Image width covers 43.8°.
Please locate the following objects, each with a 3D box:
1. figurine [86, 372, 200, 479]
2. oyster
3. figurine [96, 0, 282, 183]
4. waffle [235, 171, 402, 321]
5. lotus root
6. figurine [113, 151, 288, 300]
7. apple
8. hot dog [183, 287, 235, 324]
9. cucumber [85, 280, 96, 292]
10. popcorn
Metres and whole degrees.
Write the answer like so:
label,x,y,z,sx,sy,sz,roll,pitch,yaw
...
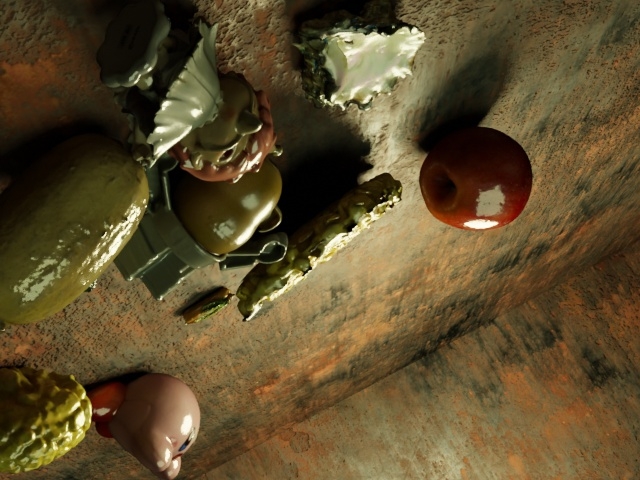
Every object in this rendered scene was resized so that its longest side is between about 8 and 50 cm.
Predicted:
label,x,y,z,sx,sy,sz,roll,pitch,yaw
figurine,-0.410,0.418,1.918,0.211,0.261,0.270,-53,163,-21
oyster,0.052,-0.271,1.201,0.198,0.092,0.259,-43,163,27
figurine,-0.142,-0.163,1.050,0.387,0.166,0.207,40,66,-59
waffle,0.000,0.000,1.551,0.379,0.095,0.382,-37,-179,20
lotus root,-0.368,0.006,1.065,0.343,0.151,0.169,-52,141,-15
figurine,-0.189,-0.042,1.267,0.285,0.167,0.342,-36,156,14
apple,0.321,-0.127,1.649,0.201,0.218,0.218,-15,153,-36
hot dog,-0.244,0.149,1.749,0.133,0.041,0.056,-33,157,6
cucumber,-0.436,0.040,1.283,0.058,0.058,0.187,-35,155,11
popcorn,-0.569,0.338,1.547,0.225,0.203,0.200,-18,-178,0
